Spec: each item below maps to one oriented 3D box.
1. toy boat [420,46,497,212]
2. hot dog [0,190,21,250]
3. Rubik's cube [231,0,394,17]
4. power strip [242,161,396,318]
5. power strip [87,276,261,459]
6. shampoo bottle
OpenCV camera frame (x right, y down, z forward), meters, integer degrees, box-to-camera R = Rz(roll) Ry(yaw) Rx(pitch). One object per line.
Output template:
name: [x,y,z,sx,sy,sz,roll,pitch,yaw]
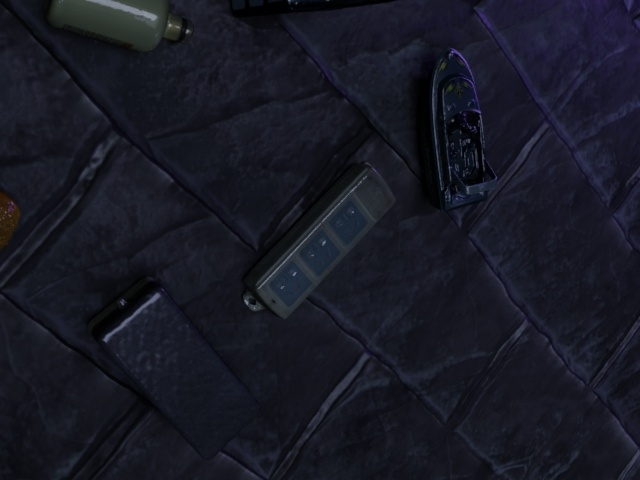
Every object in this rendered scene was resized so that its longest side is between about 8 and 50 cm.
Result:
toy boat: [0.200,-0.160,1.066,0.092,0.103,0.246,-15,106,-25]
hot dog: [-0.409,0.038,0.791,0.216,0.047,0.066,-51,123,-10]
Rubik's cube: [-0.013,-0.357,0.858,0.162,0.163,0.161,-14,109,-28]
power strip: [0.000,0.000,1.014,0.272,0.052,0.078,-46,120,-13]
power strip: [-0.188,0.164,0.938,0.105,0.070,0.257,-42,120,-18]
shampoo bottle: [-0.220,-0.257,0.810,0.162,0.079,0.079,10,97,-31]
